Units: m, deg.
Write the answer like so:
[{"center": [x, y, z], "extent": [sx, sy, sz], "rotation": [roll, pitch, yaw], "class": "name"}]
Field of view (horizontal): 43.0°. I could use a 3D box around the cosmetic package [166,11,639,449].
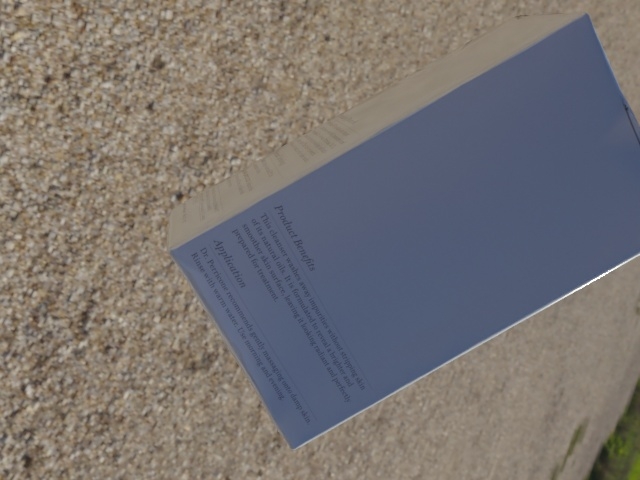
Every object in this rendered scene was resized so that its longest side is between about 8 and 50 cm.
[{"center": [0.082, -0.018, 0.717], "extent": [0.385, 0.156, 0.217], "rotation": [-28, 107, -3], "class": "cosmetic package"}]
